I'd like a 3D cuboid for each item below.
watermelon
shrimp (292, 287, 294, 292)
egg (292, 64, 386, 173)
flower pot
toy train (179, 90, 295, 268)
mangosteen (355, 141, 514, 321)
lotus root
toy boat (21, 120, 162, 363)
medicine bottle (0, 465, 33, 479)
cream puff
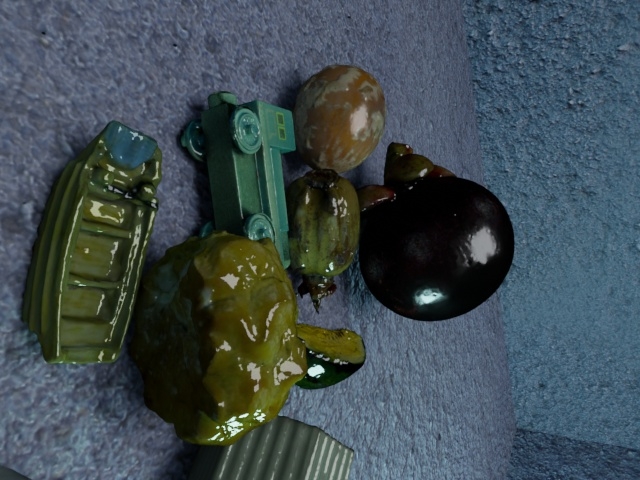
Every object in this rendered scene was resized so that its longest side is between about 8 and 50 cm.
[{"bbox_3d":[0.009,0.239,0.968,0.301,0.123,0.129,23,37,-54],"label":"watermelon"},{"bbox_3d":[-0.108,0.095,0.822,0.187,0.052,0.132,4,64,-61],"label":"shrimp"},{"bbox_3d":[0.034,-0.239,0.920,0.195,0.195,0.233,37,55,-50],"label":"egg"},{"bbox_3d":[-0.083,0.370,0.686,0.239,0.209,0.189,49,48,-42],"label":"flower pot"},{"bbox_3d":[-0.111,-0.084,0.749,0.194,0.120,0.297,-9,93,-62],"label":"toy train"},{"bbox_3d":[0.252,-0.022,1.108,0.435,0.382,0.382,59,40,-12],"label":"mangosteen"},{"bbox_3d":[0.000,-0.001,0.894,0.154,0.154,0.277,-30,125,-54],"label":"lotus root"},{"bbox_3d":[-0.266,0.002,0.544,0.111,0.084,0.276,24,72,-57],"label":"toy boat"},{"bbox_3d":[-0.319,0.314,0.414,0.161,0.111,0.296,-32,113,-53],"label":"medicine bottle"},{"bbox_3d":[-0.119,0.116,0.594,0.185,0.282,0.281,-1,89,-42],"label":"cream puff"}]
